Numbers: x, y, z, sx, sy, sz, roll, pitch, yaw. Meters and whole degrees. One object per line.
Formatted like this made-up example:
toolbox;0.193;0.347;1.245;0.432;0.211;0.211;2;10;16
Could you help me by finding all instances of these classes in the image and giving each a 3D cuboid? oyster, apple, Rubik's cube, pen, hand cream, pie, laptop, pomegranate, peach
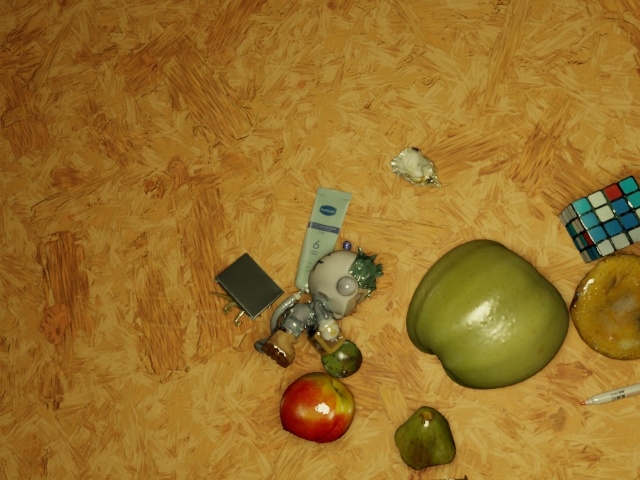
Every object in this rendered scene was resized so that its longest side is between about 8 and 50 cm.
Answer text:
oyster;0.271;-0.210;1.460;0.146;0.045;0.121;2;84;23
apple;0.421;0.203;1.329;0.360;0.312;0.320;-44;28;3
Rubik's cube;0.703;-0.046;1.259;0.154;0.155;0.151;-25;77;10
pen;0.743;0.367;1.245;0.218;0.026;0.026;-19;76;11
hand cream;0.000;0.000;1.504;0.110;0.067;0.320;13;77;18
pie;0.733;0.161;1.240;0.274;0.069;0.273;0;102;1
laptop;-0.212;0.134;1.528;0.129;0.016;0.180;-40;72;-17
pomegranate;0.054;0.305;1.407;0.115;0.114;0.142;-24;46;10
peach;-0.010;0.448;1.351;0.190;0.190;0.192;45;112;17

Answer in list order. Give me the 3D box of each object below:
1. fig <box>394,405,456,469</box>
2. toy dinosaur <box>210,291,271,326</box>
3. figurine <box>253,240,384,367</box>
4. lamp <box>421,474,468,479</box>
fig;0.262;0.491;1.294;0.144;0.154;0.165;-14;116;-25
toy dinosaur;-0.238;0.177;1.539;0.126;0.039;0.162;-38;70;-5
figurine;0.017;0.168;1.340;0.186;0.261;0.382;46;62;-8
lamp;0.216;0.661;1.305;0.326;0.090;0.089;-10;79;14
